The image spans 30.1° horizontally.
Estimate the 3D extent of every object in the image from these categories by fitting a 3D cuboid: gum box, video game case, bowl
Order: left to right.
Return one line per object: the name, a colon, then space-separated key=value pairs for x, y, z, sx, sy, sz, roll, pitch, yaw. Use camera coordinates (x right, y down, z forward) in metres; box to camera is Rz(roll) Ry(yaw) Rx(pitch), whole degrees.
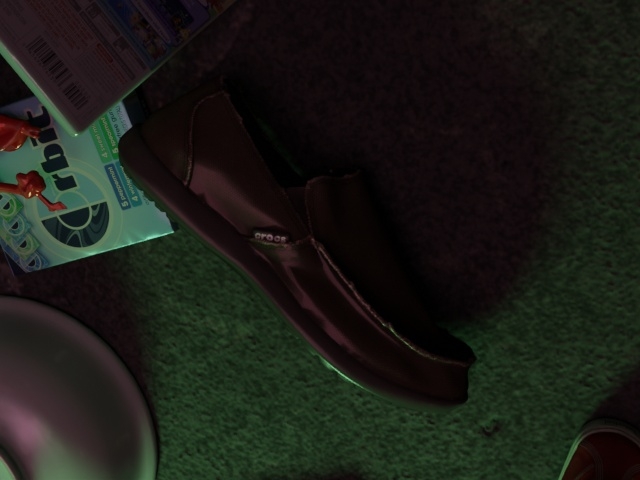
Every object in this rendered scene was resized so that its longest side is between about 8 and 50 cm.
bowl: x=-0.323 y=0.216 z=1.183 sx=0.297 sy=0.134 sz=0.298 roll=7 pitch=112 yaw=17
gum box: x=-0.231 y=-0.063 z=1.098 sx=0.184 sy=0.041 sz=0.157 roll=-14 pitch=104 yaw=24
video game case: x=-0.192 y=-0.223 z=0.940 sx=0.212 sy=0.193 sz=0.023 roll=52 pitch=159 yaw=-18

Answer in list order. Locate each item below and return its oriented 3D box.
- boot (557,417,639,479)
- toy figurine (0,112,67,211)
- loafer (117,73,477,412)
boot: x=0.211 y=0.293 z=1.004 sx=0.088 sy=0.176 sz=0.244 roll=16 pitch=115 yaw=11
toy figurine: x=-0.301 y=-0.189 z=0.952 sx=0.191 sy=0.217 sz=0.363 roll=24 pitch=107 yaw=17
loafer: x=0.000 y=0.000 z=0.990 sx=0.366 sy=0.134 sz=0.130 roll=41 pitch=100 yaw=-4
